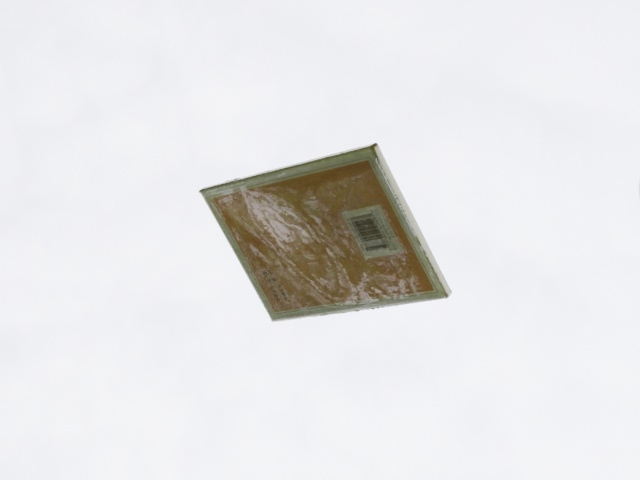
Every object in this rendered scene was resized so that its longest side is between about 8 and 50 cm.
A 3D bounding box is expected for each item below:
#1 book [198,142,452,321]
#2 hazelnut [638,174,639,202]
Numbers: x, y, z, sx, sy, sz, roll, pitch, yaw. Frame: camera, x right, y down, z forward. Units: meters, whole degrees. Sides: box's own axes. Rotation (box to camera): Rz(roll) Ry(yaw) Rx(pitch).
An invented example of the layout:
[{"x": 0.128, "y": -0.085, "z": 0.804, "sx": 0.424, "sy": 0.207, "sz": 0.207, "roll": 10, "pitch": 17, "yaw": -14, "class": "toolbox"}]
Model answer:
[{"x": 0.001, "y": 0.000, "z": 1.128, "sx": 0.241, "sy": 0.170, "sz": 0.018, "roll": -10, "pitch": -154, "yaw": 43, "class": "book"}, {"x": 0.482, "y": -0.087, "z": 1.396, "sx": 0.208, "sy": 0.208, "sz": 0.208, "roll": -9, "pitch": -118, "yaw": 18, "class": "hazelnut"}]
